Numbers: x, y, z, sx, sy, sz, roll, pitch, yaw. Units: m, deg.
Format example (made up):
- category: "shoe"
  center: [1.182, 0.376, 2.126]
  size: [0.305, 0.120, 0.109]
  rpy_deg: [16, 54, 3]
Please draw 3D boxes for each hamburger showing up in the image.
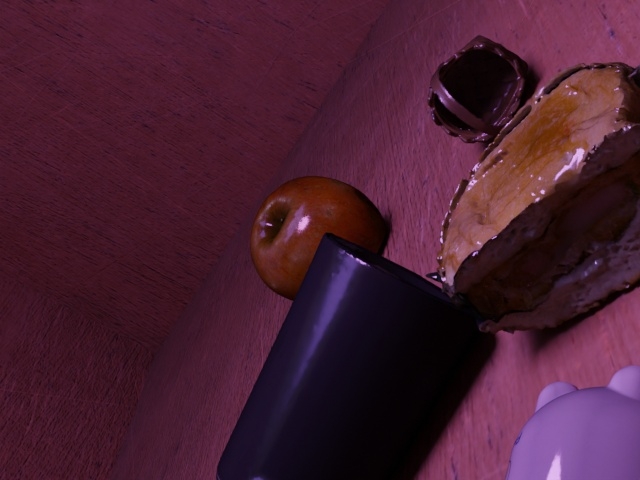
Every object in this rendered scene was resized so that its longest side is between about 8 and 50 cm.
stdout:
- category: "hamburger"
  center: [0.230, -0.053, 0.899]
  size: [0.309, 0.132, 0.211]
  rpy_deg: [-49, 16, 41]

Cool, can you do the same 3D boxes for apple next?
- category: "apple"
  center: [0.000, 0.000, 1.627]
  size: [0.237, 0.207, 0.237]
  rpy_deg: [-37, 42, 44]

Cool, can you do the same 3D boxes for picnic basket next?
- category: "picnic basket"
  center: [0.212, -0.201, 1.322]
  size: [0.138, 0.128, 0.178]
  rpy_deg: [-57, -5, 28]

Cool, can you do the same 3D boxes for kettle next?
- category: "kettle"
  center: [0.020, 0.165, 1.113]
  size: [0.308, 0.203, 0.262]
  rpy_deg: [-62, 14, 5]

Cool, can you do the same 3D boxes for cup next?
- category: "cup"
  center: [0.191, 0.176, 0.616]
  size: [0.134, 0.173, 0.142]
  rpy_deg: [-9, 43, 34]
